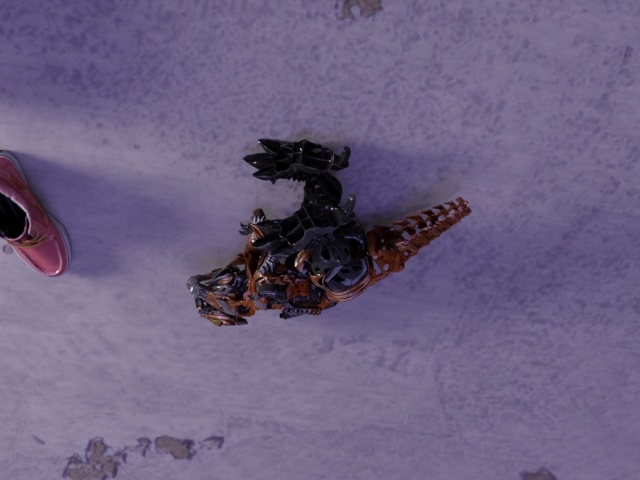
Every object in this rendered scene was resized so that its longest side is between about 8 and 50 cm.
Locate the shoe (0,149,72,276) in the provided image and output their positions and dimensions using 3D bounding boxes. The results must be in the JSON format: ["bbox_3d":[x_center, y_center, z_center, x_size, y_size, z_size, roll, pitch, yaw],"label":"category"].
[{"bbox_3d":[-0.335,-0.012,1.973,0.063,0.081,0.178,-20,123,8],"label":"shoe"}]

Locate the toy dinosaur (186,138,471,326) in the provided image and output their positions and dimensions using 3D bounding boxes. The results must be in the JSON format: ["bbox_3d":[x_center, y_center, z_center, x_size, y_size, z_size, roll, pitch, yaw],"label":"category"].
[{"bbox_3d":[0.000,0.000,2.004,0.322,0.164,0.218,-32,138,-6],"label":"toy dinosaur"}]
